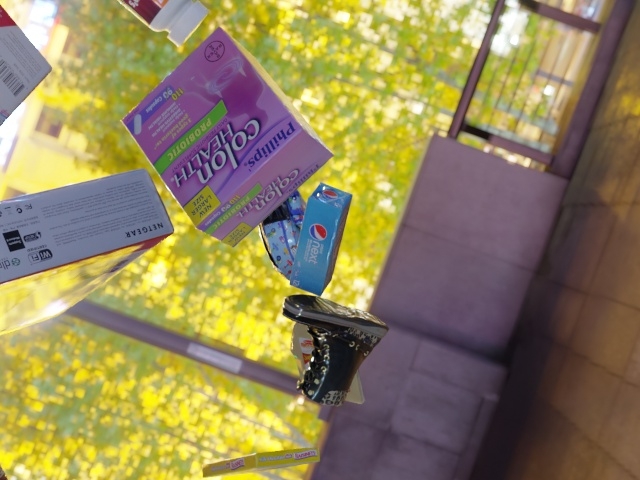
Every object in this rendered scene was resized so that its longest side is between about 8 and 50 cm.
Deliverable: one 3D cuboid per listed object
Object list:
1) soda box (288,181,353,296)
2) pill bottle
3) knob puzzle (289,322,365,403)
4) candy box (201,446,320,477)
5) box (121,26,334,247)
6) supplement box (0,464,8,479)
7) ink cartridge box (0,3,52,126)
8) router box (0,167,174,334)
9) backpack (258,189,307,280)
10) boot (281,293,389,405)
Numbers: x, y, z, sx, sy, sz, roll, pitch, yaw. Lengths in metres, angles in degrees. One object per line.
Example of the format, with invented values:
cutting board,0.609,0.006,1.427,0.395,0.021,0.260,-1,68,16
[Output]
soda box,0.000,0.000,1.970,0.067,0.071,0.210,-54,-18,-53
pill bottle,-0.347,-0.514,2.151,0.121,0.221,0.121,-48,11,12
knob puzzle,0.012,0.222,2.069,0.030,0.213,0.213,-25,-32,-39
candy box,-0.094,0.339,1.570,0.206,0.105,0.027,-28,63,57
box,-0.143,-0.155,1.558,0.213,0.243,0.117,-41,-27,9
supplement box,-0.481,0.259,1.311,0.081,0.188,0.104,-26,3,-2
ink cartridge box,-0.668,-0.292,1.858,0.131,0.226,0.306,-5,41,40
router box,-0.373,0.047,1.110,0.335,0.082,0.301,-20,-8,-44
backpack,-0.069,-0.006,2.279,0.158,0.117,0.173,60,-168,-60
boot,0.000,0.197,1.811,0.085,0.236,0.178,38,105,46
